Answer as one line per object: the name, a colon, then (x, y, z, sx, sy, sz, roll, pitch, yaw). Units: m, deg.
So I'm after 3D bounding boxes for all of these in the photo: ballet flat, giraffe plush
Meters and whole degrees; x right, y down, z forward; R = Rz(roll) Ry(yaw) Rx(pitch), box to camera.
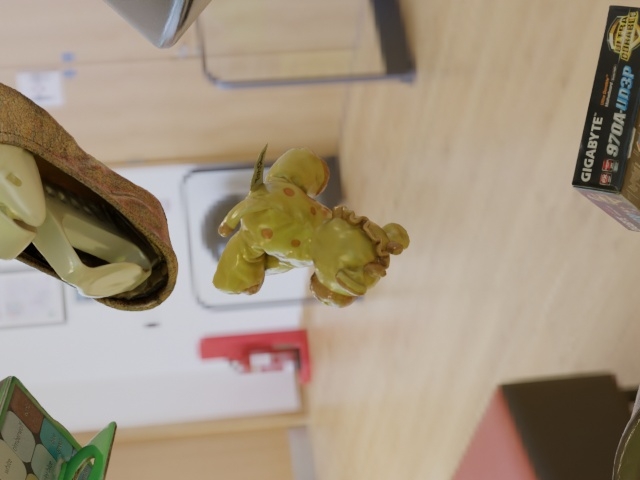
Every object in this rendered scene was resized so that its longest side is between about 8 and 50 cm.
ballet flat: (-0.195, -0.025, 0.991, 0.316, 0.107, 0.106, 27, -150, -53)
giraffe plush: (0.000, 0.000, 1.592, 0.181, 0.170, 0.210, -56, -11, -22)

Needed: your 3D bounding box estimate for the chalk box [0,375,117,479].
chalk box: (-0.206, 0.186, 0.914, 0.132, 0.213, 0.132, 54, -163, -22)

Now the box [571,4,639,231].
box: (0.311, -0.109, 1.421, 0.220, 0.051, 0.175, 21, -99, -62)

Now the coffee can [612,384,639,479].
coffee can: (0.329, 0.115, 1.054, 0.275, 0.201, 0.201, -49, -38, -61)

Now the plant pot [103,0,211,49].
plant pot: (-0.113, -0.264, 1.050, 0.187, 0.188, 0.167, -50, 14, -2)
